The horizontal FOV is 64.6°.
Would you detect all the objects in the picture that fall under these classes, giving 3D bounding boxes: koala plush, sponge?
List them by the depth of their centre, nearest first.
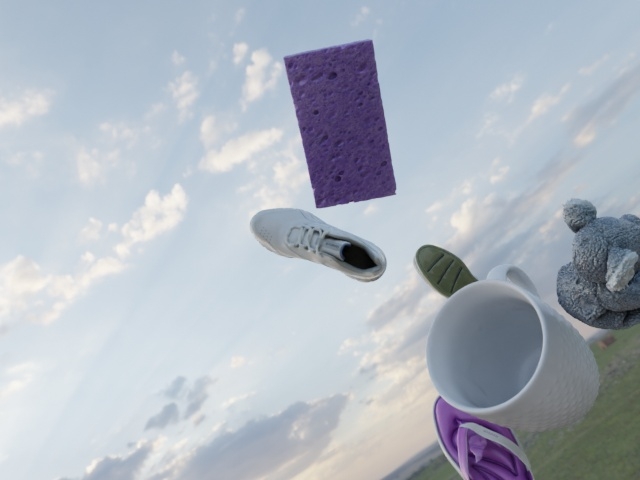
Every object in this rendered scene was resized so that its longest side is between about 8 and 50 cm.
[{"bbox_3d":[0.030,-0.153,0.685,0.117,0.031,0.209,-11,-69,2],"label":"sponge"},{"bbox_3d":[0.490,0.038,0.858,0.203,0.196,0.221,-29,-41,19],"label":"koala plush"}]

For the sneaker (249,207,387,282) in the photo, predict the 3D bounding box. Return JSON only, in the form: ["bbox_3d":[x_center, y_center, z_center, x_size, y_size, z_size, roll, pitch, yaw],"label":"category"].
[{"bbox_3d":[0.000,0.000,1.021,0.129,0.297,0.110,104,-177,-86],"label":"sneaker"}]

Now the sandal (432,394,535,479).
[{"bbox_3d":[0.379,0.493,1.107,0.170,0.416,0.102,-28,-45,2],"label":"sandal"}]

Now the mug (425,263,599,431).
[{"bbox_3d":[0.442,0.228,1.117,0.328,0.373,0.276,29,-38,-33],"label":"mug"}]

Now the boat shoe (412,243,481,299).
[{"bbox_3d":[0.368,0.127,1.354,0.113,0.302,0.103,-52,-3,-13],"label":"boat shoe"}]
